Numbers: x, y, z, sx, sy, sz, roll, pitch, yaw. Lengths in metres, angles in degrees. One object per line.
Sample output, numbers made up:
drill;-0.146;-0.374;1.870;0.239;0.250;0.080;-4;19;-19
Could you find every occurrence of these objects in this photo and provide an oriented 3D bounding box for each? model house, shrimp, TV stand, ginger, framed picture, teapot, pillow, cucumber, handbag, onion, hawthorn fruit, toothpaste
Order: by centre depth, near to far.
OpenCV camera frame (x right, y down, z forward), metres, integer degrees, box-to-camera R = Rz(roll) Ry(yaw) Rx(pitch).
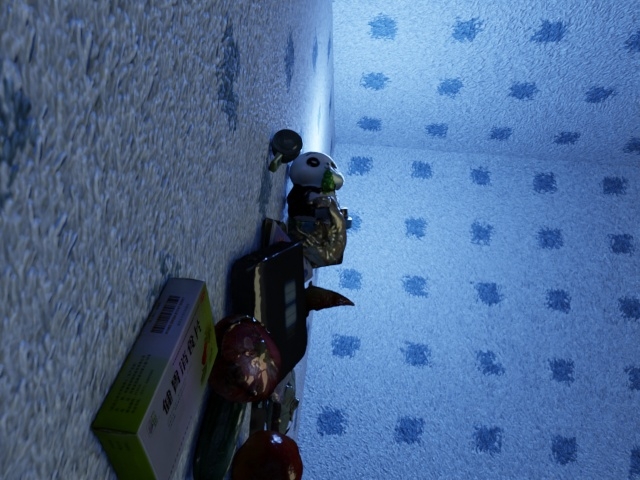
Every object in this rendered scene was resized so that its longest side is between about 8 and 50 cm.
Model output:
onion;-0.168;0.245;0.995;0.147;0.184;0.183;-34;-149;36
cucumber;-0.210;0.391;1.003;0.115;0.063;0.243;-40;-148;40
hawthorn fruit;-0.151;0.635;1.339;0.250;0.216;0.215;21;75;-80
teapot;-0.117;-0.265;1.469;0.092;0.124;0.090;55;-26;14
toothpaste;-0.103;0.056;1.527;0.371;0.080;0.125;52;44;-66
framed picture;-0.161;0.029;1.556;0.252;0.014;0.196;1;95;-85
TV stand;-0.202;0.613;1.563;0.049;0.040;0.256;-34;129;-84
pillow;-0.152;0.453;1.657;0.038;0.130;0.232;-41;-177;13
shrimp;-0.001;-0.038;1.667;0.360;0.085;0.246;11;81;-59
handbag;-0.140;0.585;1.774;0.213;0.128;0.234;-80;176;-63
ginger;-0.052;0.011;1.880;0.074;0.213;0.137;57;11;-23
model house;0.000;0.000;2.056;0.230;0.249;0.280;-69;164;-71

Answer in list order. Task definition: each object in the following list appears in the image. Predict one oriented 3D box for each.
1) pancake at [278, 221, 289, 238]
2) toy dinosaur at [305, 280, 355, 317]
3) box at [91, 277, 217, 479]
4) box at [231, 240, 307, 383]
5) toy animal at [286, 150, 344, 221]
pancake;-0.132;0.057;1.637;0.250;0.031;0.249;4;90;-82
toy dinosaur;-0.069;0.217;1.536;0.327;0.113;0.206;-51;-122;32
box;-0.221;0.204;0.716;0.260;0.062;0.175;-78;172;-50
box;-0.117;0.187;1.268;0.359;0.091;0.349;-26;115;-70
toy animal;-0.017;-0.198;1.835;0.212;0.213;0.266;-12;109;-85
